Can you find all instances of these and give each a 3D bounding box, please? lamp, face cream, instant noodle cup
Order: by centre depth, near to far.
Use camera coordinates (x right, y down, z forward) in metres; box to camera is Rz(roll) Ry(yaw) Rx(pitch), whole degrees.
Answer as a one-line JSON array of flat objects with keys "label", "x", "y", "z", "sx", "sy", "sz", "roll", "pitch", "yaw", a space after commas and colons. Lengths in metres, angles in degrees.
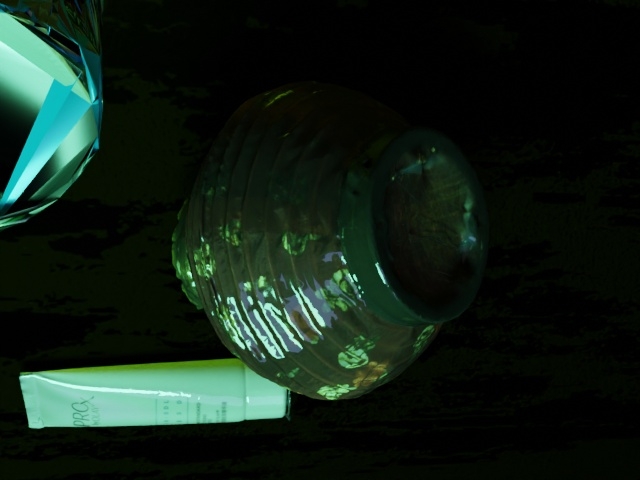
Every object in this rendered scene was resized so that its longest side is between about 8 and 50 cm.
[{"label": "instant noodle cup", "x": -0.233, "y": -0.124, "z": 0.796, "sx": 0.240, "sy": 0.178, "sz": 0.240, "roll": -10, "pitch": 136, "yaw": -9}, {"label": "lamp", "x": 0.000, "y": 0.000, "z": 0.980, "sx": 0.247, "sy": 0.247, "sz": 0.247, "roll": -10, "pitch": 137, "yaw": -9}, {"label": "face cream", "x": -0.150, "y": 0.141, "z": 1.200, "sx": 0.243, "sy": 0.058, "sz": 0.092, "roll": -2, "pitch": 141, "yaw": -8}]
